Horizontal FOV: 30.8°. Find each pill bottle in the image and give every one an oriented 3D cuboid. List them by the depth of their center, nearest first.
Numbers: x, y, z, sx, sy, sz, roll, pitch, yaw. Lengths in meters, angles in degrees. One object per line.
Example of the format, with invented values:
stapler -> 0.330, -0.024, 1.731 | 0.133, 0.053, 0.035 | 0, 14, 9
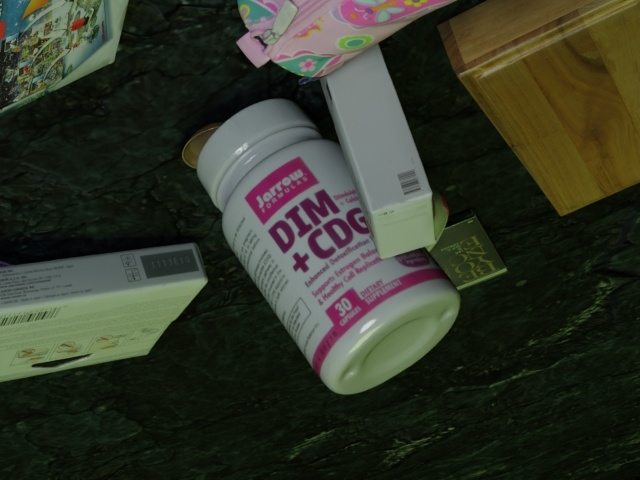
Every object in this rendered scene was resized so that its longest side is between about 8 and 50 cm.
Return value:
pill bottle -> 0.000, 0.000, 1.179 | 0.160, 0.283, 0.160 | -29, 154, -16

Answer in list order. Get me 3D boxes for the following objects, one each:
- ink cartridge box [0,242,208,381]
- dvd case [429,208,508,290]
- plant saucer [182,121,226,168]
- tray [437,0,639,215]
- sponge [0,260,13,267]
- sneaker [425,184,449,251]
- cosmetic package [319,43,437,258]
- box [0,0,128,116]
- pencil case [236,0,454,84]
ink cartridge box -> -0.306, 0.094, 1.438 | 0.275, 0.060, 0.239 | -8, 158, -31
dvd case -> 0.168, 0.033, 1.658 | 0.164, 0.018, 0.221 | -22, 153, 12
plant saucer -> -0.109, -0.104, 1.246 | 0.083, 0.015, 0.083 | -13, 153, -7
tray -> 0.301, -0.162, 1.299 | 0.202, 0.076, 0.411 | -25, 151, 17
sponge -> -0.470, 0.071, 1.366 | 0.210, 0.031, 0.117 | -31, 151, 24
sneaker -> 0.033, -0.004, 1.407 | 0.252, 0.103, 0.111 | -22, 162, 11
cosmetic package -> 0.043, -0.111, 1.067 | 0.060, 0.239, 0.099 | -18, 153, 2
box -> -0.218, -0.196, 0.904 | 0.159, 0.044, 0.233 | -33, 165, -33
pencil case -> 0.047, -0.222, 0.914 | 0.124, 0.124, 0.284 | 6, 162, -37
